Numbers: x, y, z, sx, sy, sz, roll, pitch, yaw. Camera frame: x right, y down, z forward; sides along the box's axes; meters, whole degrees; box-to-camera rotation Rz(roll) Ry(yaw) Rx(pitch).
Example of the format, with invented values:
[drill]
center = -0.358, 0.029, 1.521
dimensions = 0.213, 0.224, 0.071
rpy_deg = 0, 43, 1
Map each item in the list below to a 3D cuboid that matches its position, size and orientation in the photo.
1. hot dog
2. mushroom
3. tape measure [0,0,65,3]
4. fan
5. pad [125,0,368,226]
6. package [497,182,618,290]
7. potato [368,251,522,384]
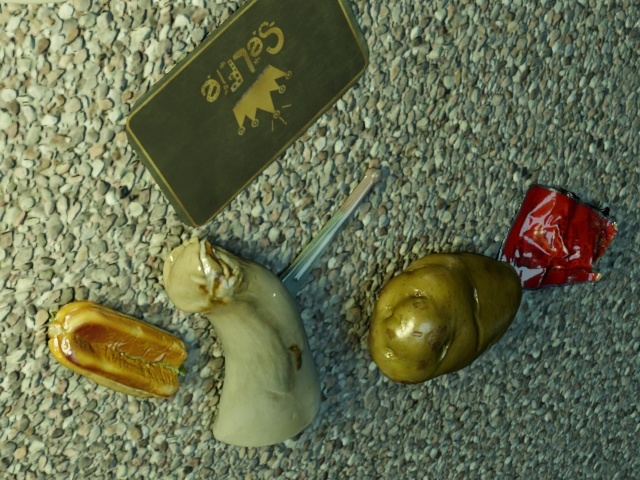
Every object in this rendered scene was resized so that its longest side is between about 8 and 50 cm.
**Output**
[hot dog]
center = -0.271, 0.150, 1.748
dimensions = 0.250, 0.076, 0.104
rpy_deg = 27, 75, -53
[mushroom]
center = -0.105, 0.136, 1.860
dimensions = 0.177, 0.126, 0.397
rpy_deg = -25, 132, -13
[tape measure]
center = -0.326, -0.371, 1.311
dimensions = 0.265, 0.130, 0.258
rpy_deg = -9, 115, -45
[fan]
center = 0.000, 0.000, 1.952
dimensions = 0.057, 0.023, 0.282
rpy_deg = 39, 85, -40
[pad]
center = -0.082, -0.211, 1.709
dimensions = 0.375, 0.063, 0.315
rpy_deg = -46, 137, -14
[package]
center = 0.437, 0.007, 2.351
dimensions = 0.269, 0.071, 0.194
rpy_deg = 12, 91, -43
[potato]
center = 0.209, 0.119, 2.144
dimensions = 0.369, 0.176, 0.195
rpy_deg = -13, 82, -48
